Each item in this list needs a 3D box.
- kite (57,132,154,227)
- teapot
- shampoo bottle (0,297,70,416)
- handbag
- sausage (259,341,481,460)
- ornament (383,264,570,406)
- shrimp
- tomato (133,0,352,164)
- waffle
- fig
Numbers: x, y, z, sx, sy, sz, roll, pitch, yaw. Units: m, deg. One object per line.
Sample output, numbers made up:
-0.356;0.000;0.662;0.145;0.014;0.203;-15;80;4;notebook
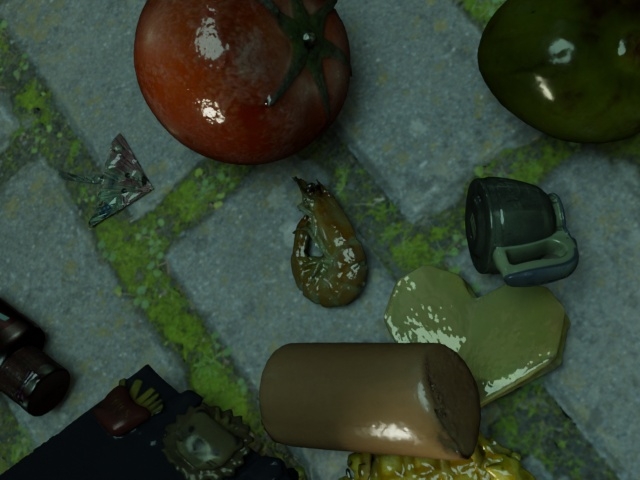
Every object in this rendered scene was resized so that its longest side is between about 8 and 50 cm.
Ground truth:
-0.295;-0.083;1.455;0.157;0.011;0.139;8;76;20;kite
0.226;-0.016;1.187;0.108;0.149;0.111;-5;100;-6;teapot
-0.471;0.118;1.413;0.323;0.084;0.129;32;51;25;shampoo bottle
-0.196;0.317;1.188;0.303;0.122;0.329;33;61;28;handbag
0.055;0.171;1.154;0.253;0.123;0.123;-5;73;42;sausage
0.167;0.125;1.198;0.201;0.059;0.180;10;69;21;ornament
0.000;0.000;1.317;0.099;0.041;0.180;-30;69;26;shrimp
-0.102;-0.222;1.290;0.265;0.265;0.264;-5;75;18;tomato
0.128;0.333;1.167;0.280;0.060;0.262;30;87;24;waffle
0.280;-0.206;1.203;0.225;0.203;0.203;0;73;58;fig
